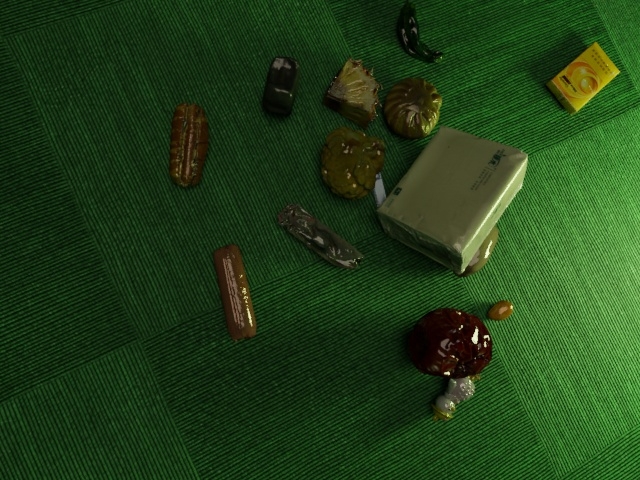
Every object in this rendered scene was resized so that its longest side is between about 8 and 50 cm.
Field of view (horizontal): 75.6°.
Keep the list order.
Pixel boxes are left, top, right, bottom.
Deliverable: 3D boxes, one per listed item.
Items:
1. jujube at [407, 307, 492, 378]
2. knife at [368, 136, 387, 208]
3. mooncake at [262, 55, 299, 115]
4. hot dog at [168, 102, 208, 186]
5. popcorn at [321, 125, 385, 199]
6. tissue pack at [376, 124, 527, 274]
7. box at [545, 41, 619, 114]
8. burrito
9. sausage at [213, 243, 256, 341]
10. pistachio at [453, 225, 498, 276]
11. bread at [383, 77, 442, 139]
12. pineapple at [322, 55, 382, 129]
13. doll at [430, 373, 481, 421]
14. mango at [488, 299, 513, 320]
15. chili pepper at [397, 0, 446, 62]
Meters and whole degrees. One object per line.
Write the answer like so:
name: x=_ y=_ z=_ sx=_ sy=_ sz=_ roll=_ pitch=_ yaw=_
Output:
jujube: x=0.390 y=0.315 z=1.253 sx=0.232 sy=0.213 sz=0.212 roll=9 pitch=82 yaw=-18
knife: x=0.190 y=-0.194 z=1.376 sx=0.045 sy=0.019 sz=0.313 roll=-14 pitch=86 yaw=-3
mooncake: x=-0.121 y=-0.480 z=1.283 sx=0.104 sy=0.175 sz=0.168 roll=15 pitch=123 yaw=-11
hot dog: x=-0.403 y=-0.293 z=1.265 sx=0.115 sy=0.072 sz=0.268 roll=1 pitch=82 yaw=-17
popcorn: x=0.107 y=-0.244 z=1.301 sx=0.203 sy=0.200 sz=0.226 roll=-11 pitch=51 yaw=-36
tissue pack: x=0.402 y=-0.133 z=1.268 sx=0.297 sy=0.207 sz=0.380 roll=30 pitch=76 yaw=29
box: x=0.979 y=-0.606 z=1.539 sx=0.269 sy=0.043 sz=0.152 roll=-39 pitch=90 yaw=-12
burrito: x=0.001 y=-0.002 z=1.297 sx=0.309 sy=0.066 sz=0.096 roll=35 pitch=76 yaw=-6
sausage: x=-0.254 y=0.154 z=1.225 sx=0.086 sy=0.086 sz=0.289 roll=-12 pitch=86 yaw=-11
pistachio: x=0.502 y=0.024 z=1.352 sx=0.136 sy=0.136 sz=0.226 roll=42 pitch=71 yaw=-2
bread: x=0.311 y=-0.448 z=1.383 sx=0.213 sy=0.105 sz=0.213 roll=1 pitch=83 yaw=-6
pineapple: x=0.102 y=-0.483 z=1.361 sx=0.186 sy=0.114 sz=0.236 roll=-18 pitch=77 yaw=-11
doll: x=0.420 y=0.484 z=1.297 sx=0.207 sy=0.081 sz=0.129 roll=-46 pitch=126 yaw=-10
mango: x=0.599 y=0.236 z=1.378 sx=0.089 sy=0.046 sz=0.060 roll=-28 pitch=86 yaw=1
chili pepper: x=0.332 y=-0.741 z=1.442 sx=0.122 sy=0.065 sz=0.278 roll=-22 pitch=89 yaw=-20
